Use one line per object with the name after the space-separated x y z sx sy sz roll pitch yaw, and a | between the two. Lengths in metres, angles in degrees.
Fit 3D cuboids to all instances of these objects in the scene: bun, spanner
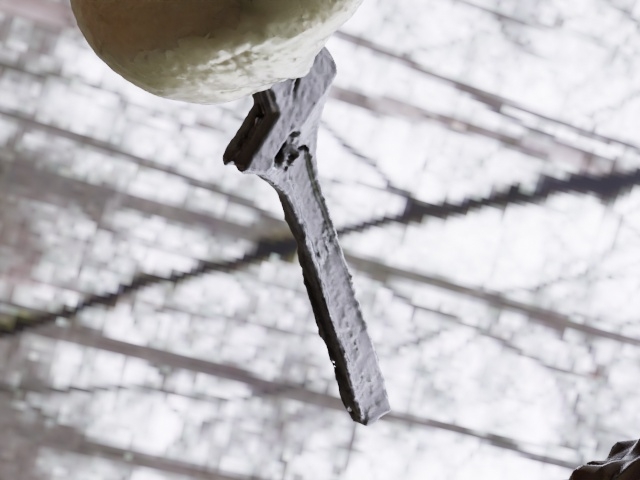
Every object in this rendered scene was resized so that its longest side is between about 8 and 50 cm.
-0.028 -0.146 0.894 0.164 0.111 0.188 22 -98 45 | bun
0.000 0.000 1.219 0.026 0.325 0.093 24 -125 38 | spanner

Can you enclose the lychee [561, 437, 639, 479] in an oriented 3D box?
0.144 0.130 0.529 0.200 0.238 0.200 175 -90 -79 | lychee
